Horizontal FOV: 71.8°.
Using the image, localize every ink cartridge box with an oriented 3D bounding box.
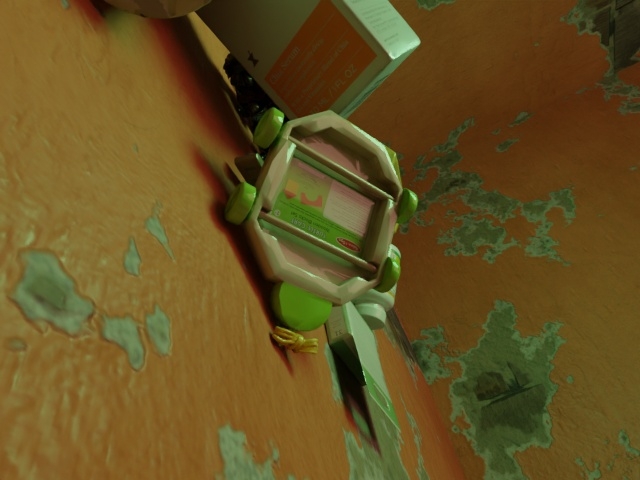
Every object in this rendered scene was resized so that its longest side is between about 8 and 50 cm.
[{"bbox_3d":[0.073,0.229,0.835,0.171,0.056,0.235,57,15,-39],"label":"ink cartridge box"}]

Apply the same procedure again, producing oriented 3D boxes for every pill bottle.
[{"bbox_3d":[0.135,0.114,1.126,0.117,0.118,0.208,55,39,-46],"label":"pill bottle"}]

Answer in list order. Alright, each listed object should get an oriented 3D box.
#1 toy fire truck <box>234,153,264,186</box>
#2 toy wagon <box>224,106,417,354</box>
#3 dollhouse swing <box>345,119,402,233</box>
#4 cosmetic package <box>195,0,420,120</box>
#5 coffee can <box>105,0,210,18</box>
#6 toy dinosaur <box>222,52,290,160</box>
[{"bbox_3d":[-0.012,-0.091,0.772,0.158,0.217,0.246,65,23,4],"label":"toy fire truck"},{"bbox_3d":[-0.002,-0.015,0.625,0.267,0.068,0.344,26,69,-24],"label":"toy wagon"},{"bbox_3d":[0.082,-0.109,1.331,0.315,0.305,0.347,40,-5,24],"label":"dollhouse swing"},{"bbox_3d":[-0.068,-0.432,0.786,0.453,0.230,0.161,48,43,-4],"label":"cosmetic package"},{"bbox_3d":[-0.195,-0.410,0.542,0.201,0.202,0.275,58,11,-37],"label":"coffee can"},{"bbox_3d":[-0.094,-0.281,1.007,0.322,0.164,0.218,19,26,-48],"label":"toy dinosaur"}]
